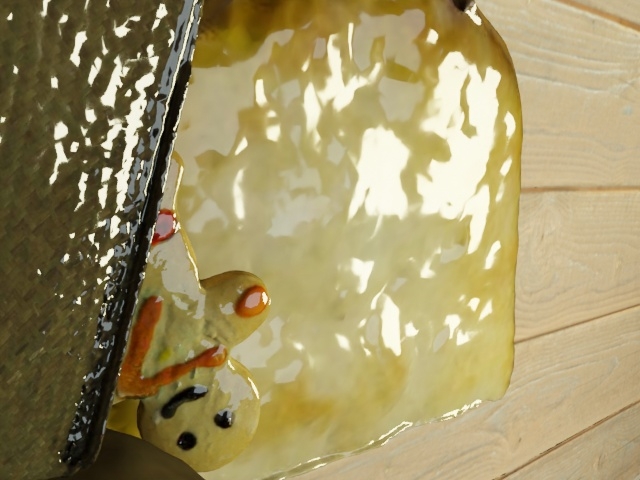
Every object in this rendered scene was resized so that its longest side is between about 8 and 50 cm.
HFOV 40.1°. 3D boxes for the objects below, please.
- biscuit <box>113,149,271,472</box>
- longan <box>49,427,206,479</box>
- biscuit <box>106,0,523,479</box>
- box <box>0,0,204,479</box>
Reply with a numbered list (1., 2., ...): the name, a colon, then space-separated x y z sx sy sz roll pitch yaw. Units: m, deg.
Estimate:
1. biscuit: -0.108 0.053 0.559 0.153 0.030 0.234 -23 112 -5
2. longan: -0.158 0.250 0.490 0.297 0.297 0.297 -25 125 -43
3. biscuit: -0.001 0.000 0.698 0.430 0.104 0.445 -18 119 -30
4. box: -0.184 -0.036 0.405 0.143 0.184 0.273 6 101 -53
